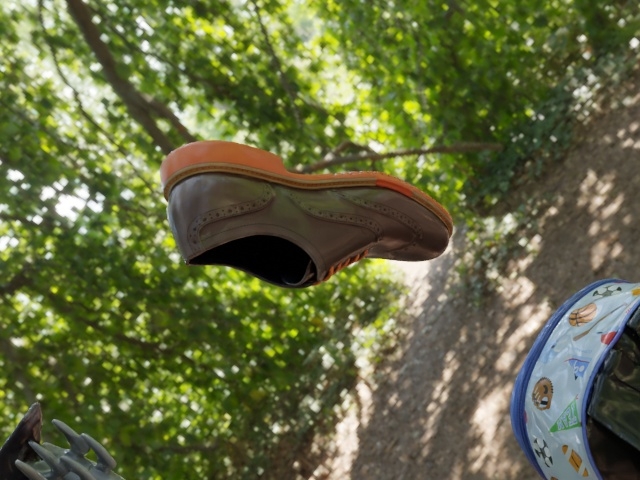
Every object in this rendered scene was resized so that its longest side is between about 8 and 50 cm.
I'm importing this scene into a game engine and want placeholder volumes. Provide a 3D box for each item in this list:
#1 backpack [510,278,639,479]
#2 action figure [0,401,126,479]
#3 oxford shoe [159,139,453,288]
[{"bbox_3d":[0.312,0.163,0.778,0.276,0.263,0.213,-51,23,-22],"label":"backpack"},{"bbox_3d":[-0.057,0.197,0.435,0.099,0.285,0.185,-57,5,18],"label":"action figure"},{"bbox_3d":[0.000,0.000,0.675,0.097,0.271,0.098,-45,46,46],"label":"oxford shoe"}]
